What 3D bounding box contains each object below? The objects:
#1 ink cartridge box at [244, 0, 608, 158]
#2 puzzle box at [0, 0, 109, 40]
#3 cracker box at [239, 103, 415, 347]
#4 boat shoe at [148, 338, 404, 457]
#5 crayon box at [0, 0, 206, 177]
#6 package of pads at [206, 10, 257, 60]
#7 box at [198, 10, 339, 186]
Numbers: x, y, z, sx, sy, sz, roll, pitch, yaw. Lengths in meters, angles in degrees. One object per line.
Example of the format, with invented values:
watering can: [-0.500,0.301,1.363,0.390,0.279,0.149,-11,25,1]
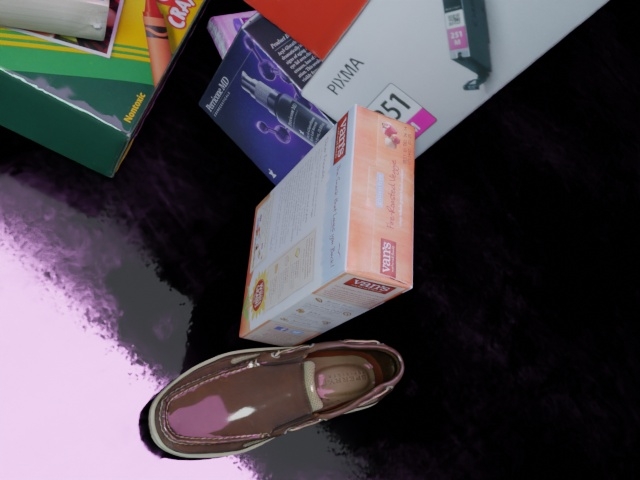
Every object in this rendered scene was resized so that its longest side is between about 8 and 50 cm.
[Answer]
ink cartridge box: [0.053,-0.202,0.518,0.239,0.275,0.060,34,59,-11]
puzzle box: [-0.385,-0.320,0.530,0.408,0.052,0.272,2,68,-23]
cracker box: [0.000,0.000,0.615,0.067,0.232,0.156,16,64,-22]
boat shoe: [-0.032,0.139,0.622,0.257,0.095,0.095,-10,75,-31]
crayon box: [-0.276,-0.294,0.663,0.313,0.106,0.363,27,59,-16]
package of pads: [-0.092,-0.252,0.791,0.083,0.032,0.050,-22,84,-33]
box: [-0.012,-0.141,0.717,0.207,0.153,0.108,45,57,-4]
